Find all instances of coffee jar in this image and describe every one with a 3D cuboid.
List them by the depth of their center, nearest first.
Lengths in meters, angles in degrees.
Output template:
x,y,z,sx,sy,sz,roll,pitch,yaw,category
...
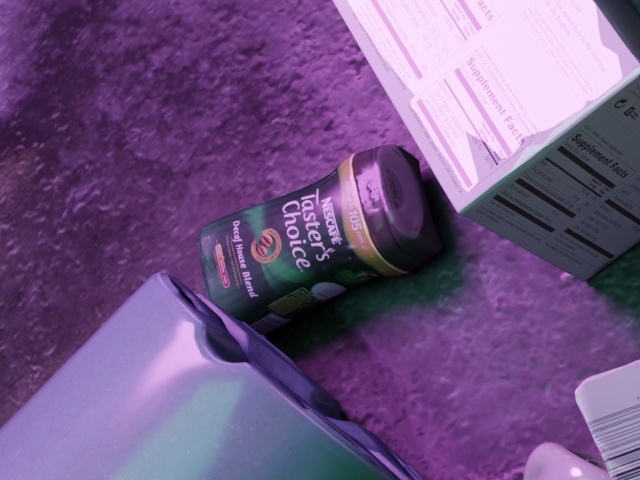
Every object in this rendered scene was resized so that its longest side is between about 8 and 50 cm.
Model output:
x,y,z,sx,sy,sz,roll,pitch,yaw,category
0.000,0.000,1.119,0.184,0.079,0.096,-25,64,23,coffee jar

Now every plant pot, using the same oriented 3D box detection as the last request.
x,y,z,sx,sy,sz,roll,pitch,yaw,category
-0.120,0.224,0.997,0.341,0.341,0.334,38,89,34,plant pot

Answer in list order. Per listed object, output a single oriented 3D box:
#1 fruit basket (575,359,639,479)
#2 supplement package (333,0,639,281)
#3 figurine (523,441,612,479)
x,y,z,sx,sy,sz,roll,pitch,yaw,category
0.345,0.185,0.773,0.327,0.165,0.353,-20,78,-9,fruit basket
0.136,-0.134,0.998,0.145,0.204,0.262,-38,59,19,supplement package
0.193,0.264,0.920,0.215,0.092,0.209,26,94,36,figurine
